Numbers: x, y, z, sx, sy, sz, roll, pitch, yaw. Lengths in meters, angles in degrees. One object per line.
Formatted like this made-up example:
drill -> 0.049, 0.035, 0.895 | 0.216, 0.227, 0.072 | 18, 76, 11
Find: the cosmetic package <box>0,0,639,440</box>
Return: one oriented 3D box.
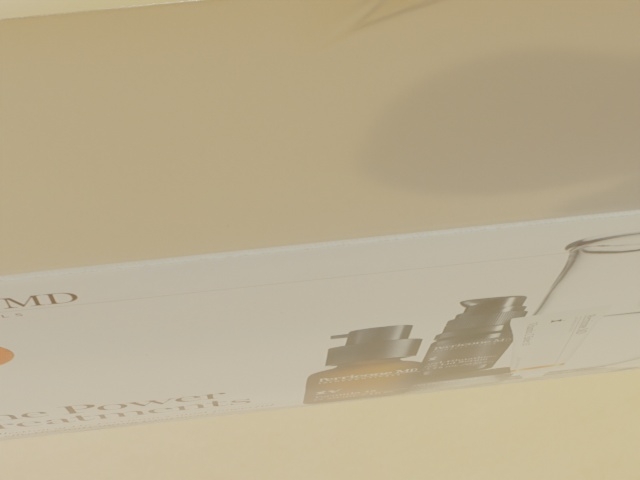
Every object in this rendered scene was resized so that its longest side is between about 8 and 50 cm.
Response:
cosmetic package -> 0.000, 0.000, 0.560 | 0.377, 0.284, 0.097 | -6, -108, -3
